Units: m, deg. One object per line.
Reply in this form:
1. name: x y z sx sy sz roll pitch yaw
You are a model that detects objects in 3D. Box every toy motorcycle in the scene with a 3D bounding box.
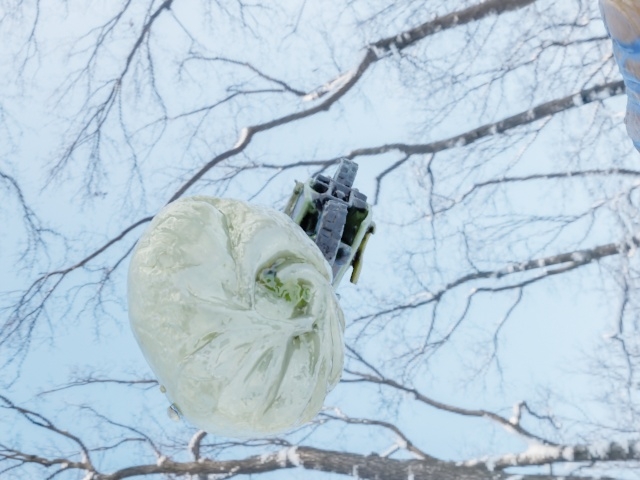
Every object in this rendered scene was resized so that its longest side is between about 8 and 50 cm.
1. toy motorcycle: 0.000 0.000 1.151 0.169 0.237 0.410 26 -159 -3

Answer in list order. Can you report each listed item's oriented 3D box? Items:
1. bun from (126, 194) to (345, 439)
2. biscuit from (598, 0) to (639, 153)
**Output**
1. bun: -0.063 0.070 0.689 0.259 0.160 0.259 35 -138 -39
2. biscuit: 0.246 -0.034 0.420 0.280 0.043 0.183 61 -166 -6
